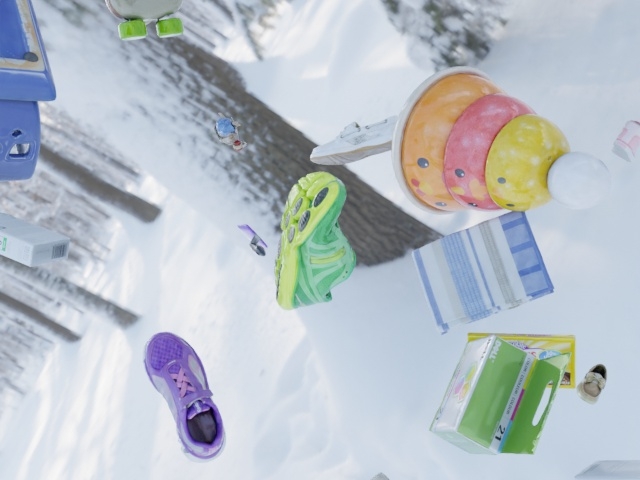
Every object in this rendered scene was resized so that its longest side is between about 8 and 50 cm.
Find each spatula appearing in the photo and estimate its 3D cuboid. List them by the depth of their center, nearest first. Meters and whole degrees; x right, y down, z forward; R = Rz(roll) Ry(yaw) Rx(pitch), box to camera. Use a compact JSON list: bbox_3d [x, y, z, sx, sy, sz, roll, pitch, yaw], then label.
[{"bbox_3d":[-0.152,0.007,1.897,0.030,0.084,0.296,-43,13,0],"label":"spatula"}]

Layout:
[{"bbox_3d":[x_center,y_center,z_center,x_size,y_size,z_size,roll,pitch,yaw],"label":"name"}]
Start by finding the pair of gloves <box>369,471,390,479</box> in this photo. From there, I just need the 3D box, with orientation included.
[{"bbox_3d":[0.155,0.480,1.350,0.042,0.204,0.240,-41,-21,-26],"label":"pair of gloves"}]

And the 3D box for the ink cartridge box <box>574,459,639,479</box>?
[{"bbox_3d":[0.503,0.406,1.179,0.219,0.092,0.160,-16,86,45],"label":"ink cartridge box"}]

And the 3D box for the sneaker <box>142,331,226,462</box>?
[{"bbox_3d":[-0.221,0.259,1.364,0.095,0.236,0.104,-24,-5,-17],"label":"sneaker"}]

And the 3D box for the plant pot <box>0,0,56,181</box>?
[{"bbox_3d":[-0.507,-0.234,1.133,0.212,0.236,0.236,-45,57,43],"label":"plant pot"}]

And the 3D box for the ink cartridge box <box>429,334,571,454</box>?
[{"bbox_3d":[0.303,0.261,1.394,0.189,0.097,0.255,-63,4,-18],"label":"ink cartridge box"}]

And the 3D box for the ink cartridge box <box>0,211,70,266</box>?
[{"bbox_3d":[-0.365,-0.003,0.972,0.063,0.115,0.029,-18,-57,-64],"label":"ink cartridge box"}]

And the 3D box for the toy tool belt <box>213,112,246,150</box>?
[{"bbox_3d":[-0.188,-0.226,1.675,0.083,0.052,0.051,50,158,38],"label":"toy tool belt"}]

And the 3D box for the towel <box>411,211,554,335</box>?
[{"bbox_3d":[0.358,0.070,1.826,0.285,0.209,0.034,-24,-15,22],"label":"towel"}]

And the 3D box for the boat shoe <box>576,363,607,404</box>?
[{"bbox_3d":[0.569,0.295,1.698,0.135,0.050,0.045,-36,-28,-61],"label":"boat shoe"}]

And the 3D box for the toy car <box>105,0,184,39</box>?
[{"bbox_3d":[-0.365,-0.459,1.569,0.188,0.149,0.155,4,105,54],"label":"toy car"}]

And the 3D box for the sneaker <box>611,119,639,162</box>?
[{"bbox_3d":[0.636,-0.205,1.667,0.070,0.051,0.134,-56,-20,6],"label":"sneaker"}]

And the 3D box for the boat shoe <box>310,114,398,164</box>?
[{"bbox_3d":[0.098,-0.276,2.224,0.277,0.098,0.096,-12,78,23],"label":"boat shoe"}]

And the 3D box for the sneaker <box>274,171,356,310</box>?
[{"bbox_3d":[0.000,0.000,1.306,0.295,0.123,0.109,107,158,-48],"label":"sneaker"}]

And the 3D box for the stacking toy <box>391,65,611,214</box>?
[{"bbox_3d":[0.414,-0.178,1.750,0.480,0.350,0.351,27,87,54],"label":"stacking toy"}]

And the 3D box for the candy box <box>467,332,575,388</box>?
[{"bbox_3d":[0.391,0.234,1.591,0.027,0.206,0.105,-33,-59,-73],"label":"candy box"}]
